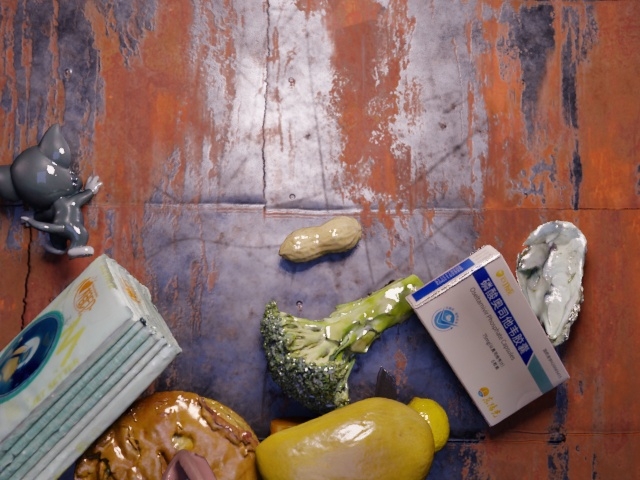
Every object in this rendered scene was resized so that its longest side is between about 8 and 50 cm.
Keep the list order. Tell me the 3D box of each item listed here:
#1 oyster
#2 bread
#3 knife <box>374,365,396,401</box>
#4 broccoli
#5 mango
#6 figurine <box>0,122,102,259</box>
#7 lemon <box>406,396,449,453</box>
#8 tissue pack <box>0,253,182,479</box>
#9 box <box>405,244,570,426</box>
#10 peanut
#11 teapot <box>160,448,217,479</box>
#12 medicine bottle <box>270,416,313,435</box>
[{"bbox_3d":[0.505,0.093,1.339,0.199,0.087,0.252,-25,83,2],"label":"oyster"},{"bbox_3d":[-0.273,0.479,1.203,0.398,0.215,0.398,0,85,-3],"label":"bread"},{"bbox_3d":[0.141,0.386,1.332,0.060,0.028,0.230,-4,85,8],"label":"knife"},{"bbox_3d":[0.067,0.209,1.267,0.361,0.221,0.252,-13,56,-7],"label":"broccoli"},{"bbox_3d":[0.058,0.408,1.145,0.332,0.142,0.195,-17,78,-12],"label":"mango"},{"bbox_3d":[-0.552,-0.073,1.257,0.193,0.140,0.265,-25,65,13],"label":"figurine"},{"bbox_3d":[0.213,0.392,1.291,0.109,0.109,0.133,-3,80,-4],"label":"lemon"},{"bbox_3d":[-0.474,0.246,1.164,0.388,0.287,0.162,-46,127,-5],"label":"tissue pack"},{"bbox_3d":[0.343,0.199,1.264,0.200,0.065,0.343,-33,110,4],"label":"box"},{"bbox_3d":[0.000,0.000,1.313,0.187,0.082,0.082,-16,88,-5],"label":"peanut"},{"bbox_3d":[-0.261,0.515,0.920,0.305,0.362,0.376,31,76,-20],"label":"teapot"},{"bbox_3d":[-0.055,0.467,1.275,0.096,0.096,0.192,0,87,-4],"label":"medicine bottle"}]
